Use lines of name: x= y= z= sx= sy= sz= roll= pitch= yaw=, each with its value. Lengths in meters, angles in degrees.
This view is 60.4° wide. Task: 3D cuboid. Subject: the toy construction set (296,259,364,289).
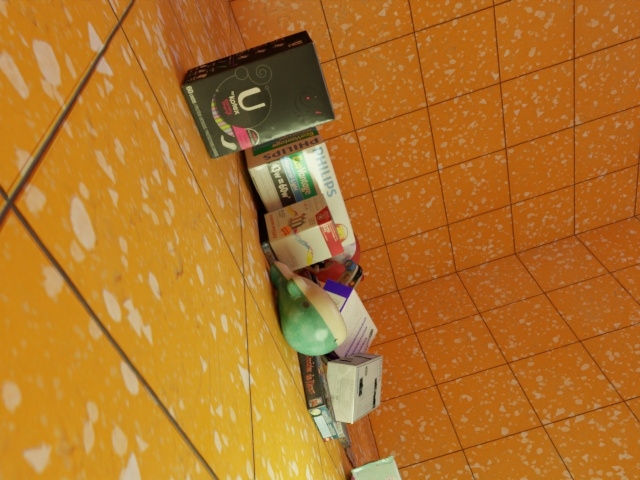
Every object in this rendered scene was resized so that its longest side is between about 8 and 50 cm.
toy construction set: x=0.034 y=0.227 z=2.062 sx=0.309 sy=0.258 sz=0.237 roll=84 pitch=8 yaw=-60

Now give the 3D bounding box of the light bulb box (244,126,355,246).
light bulb box: x=-0.077 y=-0.184 z=1.698 sx=0.361 sy=0.225 sz=0.357 roll=-110 pitch=180 yaw=-56

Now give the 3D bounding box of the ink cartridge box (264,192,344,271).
ink cartridge box: x=-0.046 y=-0.019 z=1.488 sx=0.128 sy=0.176 sz=0.127 roll=-107 pitch=175 yaw=-48

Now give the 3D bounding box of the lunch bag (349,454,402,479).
lunch bag: x=0.177 y=0.767 z=1.618 sx=0.262 sy=0.160 sz=0.223 roll=93 pitch=-21 yaw=-63

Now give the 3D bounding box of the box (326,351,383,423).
box: x=0.108 y=0.441 z=1.680 sx=0.290 sy=0.087 sz=0.169 roll=17 pitch=76 yaw=-68

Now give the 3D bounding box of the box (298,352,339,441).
box: x=-0.009 y=0.385 z=1.452 sx=0.233 sy=0.044 sz=0.159 roll=-105 pitch=176 yaw=-50

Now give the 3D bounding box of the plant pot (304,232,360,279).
plant pot: x=0.014 y=0.038 z=2.289 sx=0.243 sy=0.275 sz=0.274 roll=20 pitch=52 yaw=-74

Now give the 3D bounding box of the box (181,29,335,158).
box: x=-0.125 y=-0.301 z=1.133 sx=0.143 sy=0.270 sz=0.165 roll=-104 pitch=175 yaw=-59

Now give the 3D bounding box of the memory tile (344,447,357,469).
memory tile: x=0.095 y=0.704 z=1.862 sx=0.148 sy=0.012 sz=0.113 roll=70 pitch=3 yaw=-45

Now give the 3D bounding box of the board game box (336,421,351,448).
board game box: x=0.062 y=0.591 z=1.758 sx=0.154 sy=0.026 sz=0.103 roll=69 pitch=4 yaw=-52

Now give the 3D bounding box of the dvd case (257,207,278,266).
dvd case: x=-0.123 y=0.054 z=1.551 sx=0.180 sy=0.022 sz=0.253 roll=-104 pitch=175 yaw=-56

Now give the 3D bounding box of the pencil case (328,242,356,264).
pencil case: x=0.000 y=0.000 z=2.037 sx=0.273 sy=0.113 sz=0.124 roll=20 pitch=23 yaw=-31

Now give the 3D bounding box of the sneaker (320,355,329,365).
sneaker: x=0.017 y=0.372 z=1.960 sx=0.053 sy=0.061 sz=0.152 roll=72 pitch=3 yaw=-51

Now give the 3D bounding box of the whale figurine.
whale figurine: x=-0.056 y=0.169 z=1.349 sx=0.272 sy=0.141 sz=0.216 roll=43 pitch=-17 yaw=36

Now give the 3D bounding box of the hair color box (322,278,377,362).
hair color box: x=0.068 y=0.288 z=1.789 sx=0.185 sy=0.110 sz=0.339 roll=-59 pitch=147 yaw=-20
